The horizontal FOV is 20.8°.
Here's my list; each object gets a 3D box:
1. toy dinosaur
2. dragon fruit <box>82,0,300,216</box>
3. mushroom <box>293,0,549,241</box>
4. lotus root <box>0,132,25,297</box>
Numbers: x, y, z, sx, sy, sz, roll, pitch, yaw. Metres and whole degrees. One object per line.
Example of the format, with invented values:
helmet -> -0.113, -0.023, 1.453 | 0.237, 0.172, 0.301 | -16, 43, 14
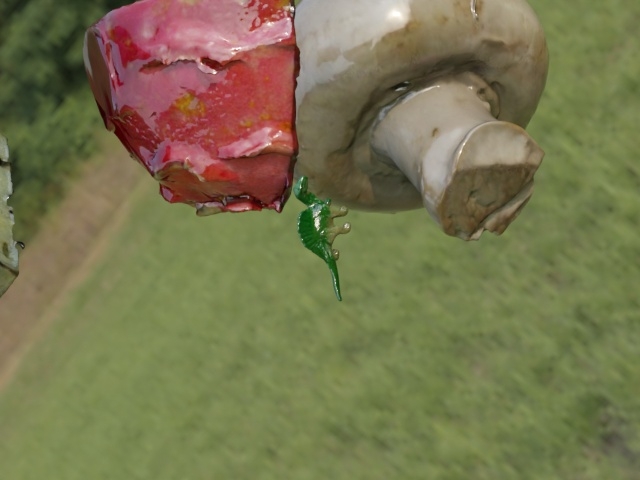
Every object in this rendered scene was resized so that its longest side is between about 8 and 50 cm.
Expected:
toy dinosaur -> 0.000, -0.001, 1.639 | 0.029, 0.119, 0.060 | -13, -10, 43
dragon fruit -> -0.099, -0.108, 1.345 | 0.262, 0.189, 0.163 | 146, 147, -76
mushroom -> 0.092, -0.126, 1.724 | 0.297, 0.297, 0.290 | -48, 43, 29
lotus root -> -0.457, 0.018, 1.892 | 0.260, 0.149, 0.267 | -47, 32, 21
